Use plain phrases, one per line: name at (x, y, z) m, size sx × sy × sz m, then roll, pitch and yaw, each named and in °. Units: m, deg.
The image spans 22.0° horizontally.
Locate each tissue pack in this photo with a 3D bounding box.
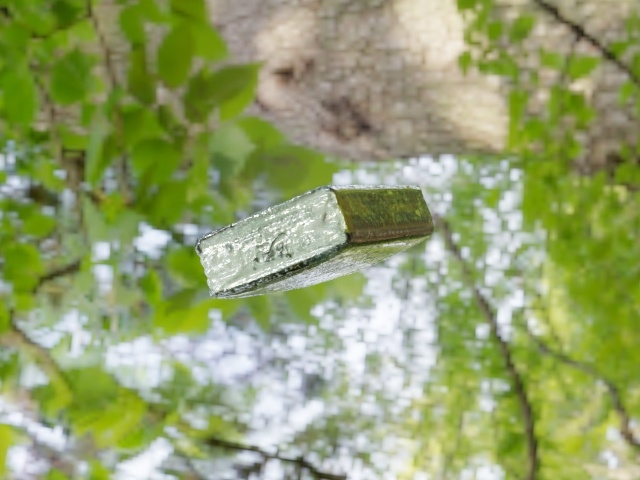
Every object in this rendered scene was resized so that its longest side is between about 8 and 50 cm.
tissue pack at (0.000, 0.000, 1.868) m, size 0.257 × 0.185 × 0.081 m, roll -4°, pitch -107°, yaw -65°
